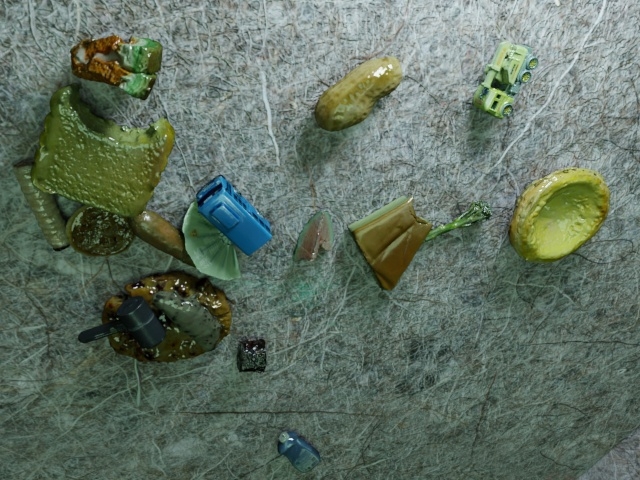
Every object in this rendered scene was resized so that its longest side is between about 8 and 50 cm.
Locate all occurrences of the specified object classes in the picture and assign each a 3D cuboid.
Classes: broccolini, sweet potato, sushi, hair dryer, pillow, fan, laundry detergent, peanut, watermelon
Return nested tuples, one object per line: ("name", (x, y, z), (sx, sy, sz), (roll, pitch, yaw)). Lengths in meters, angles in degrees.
("broccolini", (0.371, -0.053, 1.331), (0.216, 0.067, 0.058), (-21, 120, 9))
("sweet potato", (-0.354, 0.009, 1.169), (0.075, 0.075, 0.273), (-42, 125, 12))
("sushi", (-0.203, 0.338, 1.397), (0.084, 0.098, 0.094), (1, 101, -19))
("hair dryer", (-0.505, 0.225, 1.173), (0.219, 0.071, 0.124), (-17, 120, 4))
("pillow", (-0.320, 0.197, 1.214), (0.093, 0.051, 0.241), (-30, 123, 5))
("fan", (-0.269, 0.011, 1.187), (0.131, 0.009, 0.240), (-39, 118, -27))
("laundry detergent", (-0.085, 0.734, 1.668), (0.097, 0.061, 0.206), (-30, 122, 7))
("peanut", (0.086, -0.327, 1.069), (0.226, 0.095, 0.108), (-38, 137, 5))
("watermelon", (-0.003, -0.008, 1.252), (0.101, 0.080, 0.155), (1, 104, -25))

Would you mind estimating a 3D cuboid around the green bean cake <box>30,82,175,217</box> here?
("green bean cake", (-0.446, -0.189, 0.996), (0.236, 0.124, 0.233), (21, 114, -24))

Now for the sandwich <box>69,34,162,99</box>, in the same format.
("sandwich", (-0.384, -0.337, 0.892), (0.160, 0.185, 0.109), (10, 109, -23))

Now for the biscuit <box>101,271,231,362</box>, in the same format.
("biscuit", (-0.407, 0.219, 1.275), (0.334, 0.081, 0.289), (-3, 121, -14))

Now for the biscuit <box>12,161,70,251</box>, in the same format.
("biscuit", (-0.612, -0.073, 1.060), (0.055, 0.061, 0.219), (-44, 137, -41))

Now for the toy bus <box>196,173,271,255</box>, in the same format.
("toy bus", (-0.207, -0.059, 1.144), (0.090, 0.106, 0.184), (-37, 122, 12))

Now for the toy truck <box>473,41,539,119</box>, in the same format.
("toy truck", (0.428, -0.384, 1.130), (0.100, 0.077, 0.169), (12, 118, -23))

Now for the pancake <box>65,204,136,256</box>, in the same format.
("pancake", (-0.510, -0.023, 1.120), (0.158, 0.028, 0.158), (-15, 124, -24))

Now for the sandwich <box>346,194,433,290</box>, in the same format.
("sandwich", (0.217, 0.011, 1.318), (0.212, 0.063, 0.245), (-30, 124, 2))

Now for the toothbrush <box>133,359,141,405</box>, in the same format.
("toothbrush", (-0.533, 0.407, 1.389), (0.022, 0.017, 0.204), (12, 117, 1))

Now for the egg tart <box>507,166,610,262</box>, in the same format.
("egg tart", (0.656, -0.078, 1.344), (0.315, 0.120, 0.315), (-7, 123, -11))
